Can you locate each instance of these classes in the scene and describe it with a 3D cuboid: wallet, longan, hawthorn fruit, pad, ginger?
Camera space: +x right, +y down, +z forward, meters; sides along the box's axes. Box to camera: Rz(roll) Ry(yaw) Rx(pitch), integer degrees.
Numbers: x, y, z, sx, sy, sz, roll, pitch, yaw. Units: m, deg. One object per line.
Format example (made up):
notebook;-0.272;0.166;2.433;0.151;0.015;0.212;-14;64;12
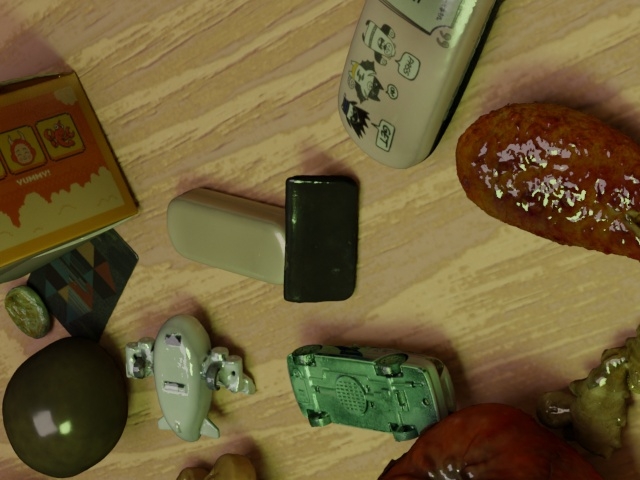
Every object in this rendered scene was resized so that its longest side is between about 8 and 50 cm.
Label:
wallet;0.000;0.000;1.801;0.082;0.018;0.157;-1;119;-3
longan;-0.332;0.207;2.150;0.185;0.159;0.204;-59;29;26
hawthorn fruit;0.199;0.323;1.662;0.307;0.276;0.276;39;144;-27
pad;-0.314;0.041;2.152;0.143;0.003;0.211;46;133;16
ginger;0.302;0.148;1.604;0.193;0.052;0.176;26;121;34

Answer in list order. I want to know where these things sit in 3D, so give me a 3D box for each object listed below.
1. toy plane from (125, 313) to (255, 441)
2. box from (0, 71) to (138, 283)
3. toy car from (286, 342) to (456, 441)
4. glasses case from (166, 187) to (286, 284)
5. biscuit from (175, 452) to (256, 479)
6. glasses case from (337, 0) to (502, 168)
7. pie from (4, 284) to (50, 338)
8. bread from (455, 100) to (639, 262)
toy plane;-0.163;0.169;2.021;0.174;0.080;0.174;9;116;20
box;-0.431;-0.049;2.031;0.283;0.259;0.214;-24;92;45
toy car;0.057;0.159;1.816;0.224;0.076;0.090;3;114;48
glasses case;-0.095;-0.006;1.894;0.196;0.050;0.083;16;122;37
biscuit;-0.158;0.424;2.068;0.355;0.052;0.275;-52;41;44
glasses case;0.099;-0.206;1.598;0.122;0.075;0.314;38;131;19
pie;-0.398;0.098;2.243;0.084;0.021;0.084;23;129;32
bread;0.244;-0.044;1.532;0.269;0.095;0.139;29;135;25
